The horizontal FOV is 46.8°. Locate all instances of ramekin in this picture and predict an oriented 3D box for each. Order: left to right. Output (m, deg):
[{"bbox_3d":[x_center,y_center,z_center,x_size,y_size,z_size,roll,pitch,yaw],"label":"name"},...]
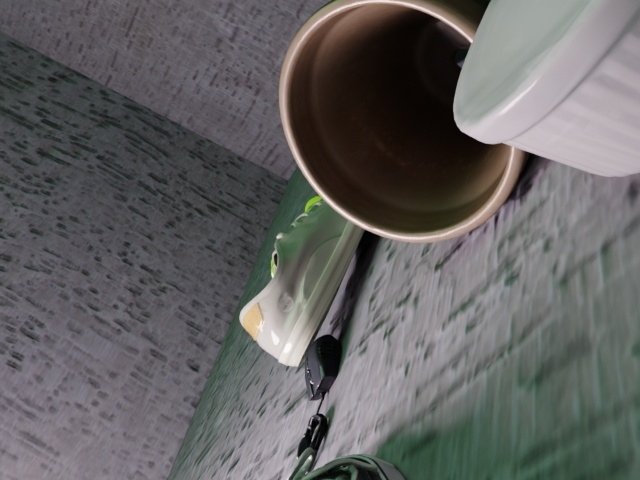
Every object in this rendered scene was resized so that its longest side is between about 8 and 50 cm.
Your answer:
[{"bbox_3d":[0.217,-0.168,0.508,0.272,0.127,0.273,-61,8,15],"label":"ramekin"}]

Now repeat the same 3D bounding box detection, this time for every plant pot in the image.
[{"bbox_3d":[0.124,-0.163,0.798,0.229,0.263,0.263,-44,-8,-47],"label":"plant pot"}]

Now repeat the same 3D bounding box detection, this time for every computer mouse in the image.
[{"bbox_3d":[-0.012,0.215,1.010,0.071,0.041,0.242,-57,11,32],"label":"computer mouse"}]

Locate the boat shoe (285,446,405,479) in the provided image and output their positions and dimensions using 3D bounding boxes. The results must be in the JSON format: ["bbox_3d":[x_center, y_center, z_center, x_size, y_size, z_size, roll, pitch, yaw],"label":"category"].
[{"bbox_3d":[0.009,0.232,0.601,0.113,0.105,0.306,-63,9,-3],"label":"boat shoe"}]

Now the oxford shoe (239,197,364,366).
[{"bbox_3d":[0.000,0.000,1.220,0.169,0.130,0.449,106,-170,-53],"label":"oxford shoe"}]

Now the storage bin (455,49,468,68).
[{"bbox_3d":[0.162,-0.226,1.033,0.135,0.098,0.091,-28,26,4],"label":"storage bin"}]

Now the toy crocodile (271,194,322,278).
[{"bbox_3d":[-0.016,0.008,1.526,0.340,0.105,0.115,-58,8,5],"label":"toy crocodile"}]
